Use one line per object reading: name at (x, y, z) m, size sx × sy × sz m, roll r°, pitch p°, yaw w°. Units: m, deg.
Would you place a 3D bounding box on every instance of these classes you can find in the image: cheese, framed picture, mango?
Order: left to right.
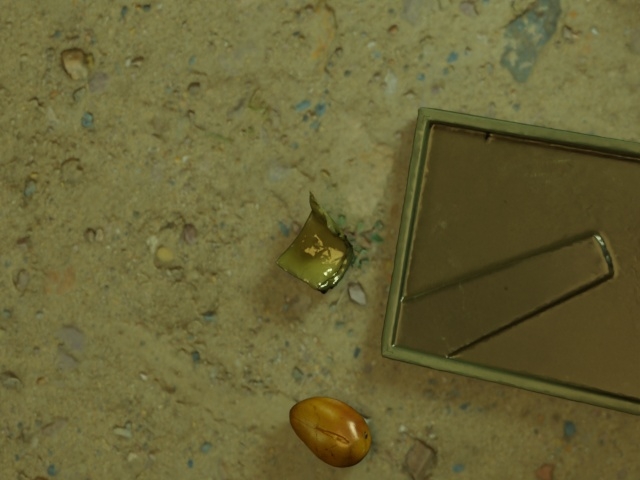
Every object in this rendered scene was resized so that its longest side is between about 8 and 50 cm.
cheese at (0.001, -0.001, 1.730) m, size 0.060 × 0.041 × 0.084 m, roll 34°, pitch 121°, yaw 29°
mango at (0.007, 0.177, 1.727) m, size 0.089 × 0.046 × 0.060 m, roll 22°, pitch 101°, yaw 28°
framed picture at (0.216, 0.021, 1.637) m, size 0.324 × 0.020 × 0.240 m, roll 10°, pitch 96°, yaw 26°
